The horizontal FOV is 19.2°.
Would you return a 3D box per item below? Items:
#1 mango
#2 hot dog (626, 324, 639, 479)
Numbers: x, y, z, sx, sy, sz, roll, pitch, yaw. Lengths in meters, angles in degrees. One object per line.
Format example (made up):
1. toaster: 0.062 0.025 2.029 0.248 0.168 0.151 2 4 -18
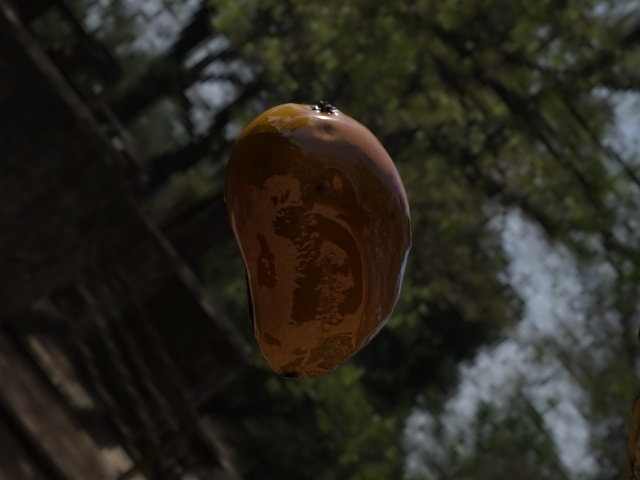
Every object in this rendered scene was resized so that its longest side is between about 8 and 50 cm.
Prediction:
1. mango: 0.000 -0.003 1.082 0.084 0.105 0.159 -82 169 -60
2. hot dog: 0.158 0.097 0.771 0.078 0.061 0.169 12 62 -78
